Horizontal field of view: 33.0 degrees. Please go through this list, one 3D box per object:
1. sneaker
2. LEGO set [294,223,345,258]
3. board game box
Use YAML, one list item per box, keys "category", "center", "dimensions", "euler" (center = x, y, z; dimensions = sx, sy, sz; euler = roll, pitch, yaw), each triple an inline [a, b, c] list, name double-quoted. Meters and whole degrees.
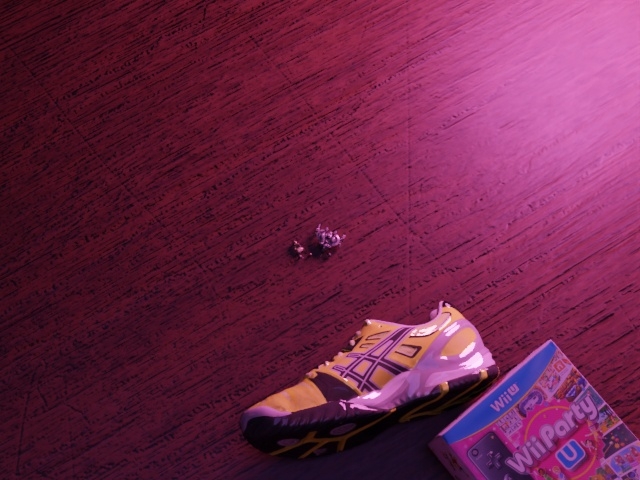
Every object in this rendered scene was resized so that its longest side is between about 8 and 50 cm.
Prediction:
- category: "sneaker"
  center: [0.060, 0.204, 1.565]
  dimensions: [0.384, 0.145, 0.147]
  euler: [-14, 64, -18]
- category: "LEGO set"
  center: [0.000, 0.003, 1.680]
  dimensions: [0.083, 0.023, 0.054]
  euler: [-33, 75, -13]
- category: "board game box"
  center: [0.336, 0.332, 1.533]
  dimensions: [0.224, 0.097, 0.303]
  euler: [-38, 80, -15]
